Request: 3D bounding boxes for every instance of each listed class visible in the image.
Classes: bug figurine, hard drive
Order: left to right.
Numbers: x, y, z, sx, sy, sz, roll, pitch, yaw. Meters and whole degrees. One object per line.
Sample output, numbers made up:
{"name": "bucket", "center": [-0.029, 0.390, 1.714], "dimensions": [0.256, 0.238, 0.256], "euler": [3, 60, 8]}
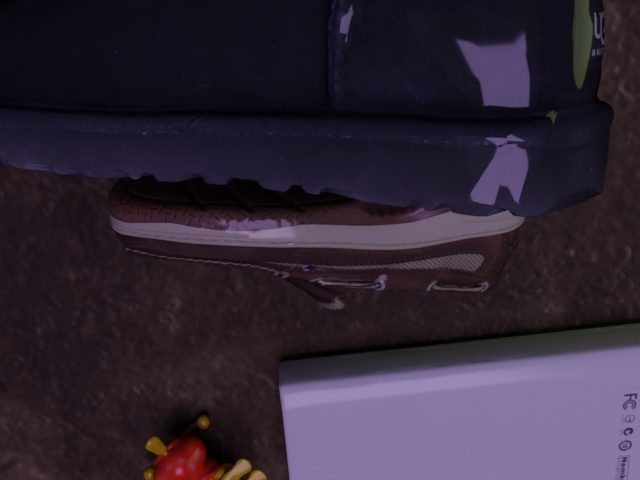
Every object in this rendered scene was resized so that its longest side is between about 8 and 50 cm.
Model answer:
{"name": "bug figurine", "center": [-0.123, 0.272, 0.623], "dimensions": [0.279, 0.072, 0.216], "euler": [-40, 106, 0]}
{"name": "hard drive", "center": [0.154, 0.179, 0.651], "dimensions": [0.353, 0.047, 0.233], "euler": [-6, 115, -3]}

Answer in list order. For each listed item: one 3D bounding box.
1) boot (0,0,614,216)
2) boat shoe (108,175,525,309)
{"name": "boot", "center": [-0.040, -0.254, 0.373], "dimensions": [0.367, 0.146, 0.445], "euler": [6, 107, 22]}
{"name": "boat shoe", "center": [0.001, 0.004, 0.536], "dimensions": [0.258, 0.095, 0.095], "euler": [0, 120, -5]}
